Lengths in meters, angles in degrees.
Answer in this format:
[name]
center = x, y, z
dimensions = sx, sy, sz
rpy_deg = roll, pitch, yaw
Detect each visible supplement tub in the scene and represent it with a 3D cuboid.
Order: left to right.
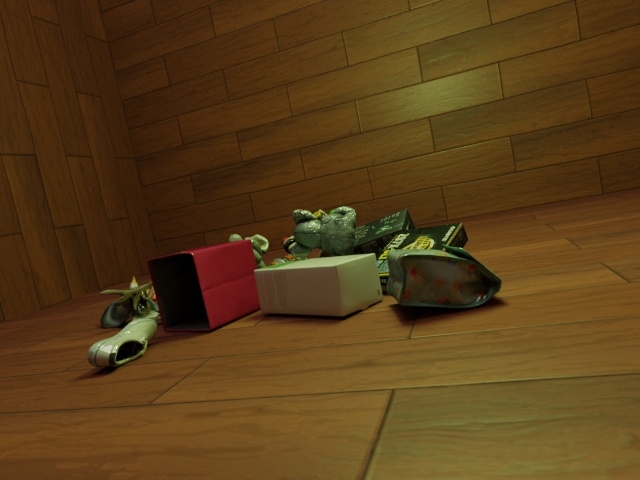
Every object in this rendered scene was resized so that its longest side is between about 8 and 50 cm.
[supplement tub]
center = -0.150, 0.127, 2.116
dimensions = 0.117, 0.117, 0.190
rpy_deg = -8, 6, 34

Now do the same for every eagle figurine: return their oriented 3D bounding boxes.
[eagle figurine]
center = -0.749, 0.258, 1.883
dimensions = 0.226, 0.225, 0.298
rpy_deg = 27, -38, -9

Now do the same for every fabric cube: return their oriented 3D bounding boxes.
[fabric cube]
center = -0.386, 0.148, 1.599
dimensions = 0.254, 0.259, 0.258
rpy_deg = -9, 6, 38

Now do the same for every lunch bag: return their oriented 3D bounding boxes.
[lunch bag]
center = 0.320, 0.093, 1.237
dimensions = 0.262, 0.160, 0.223
rpy_deg = 0, 2, 1

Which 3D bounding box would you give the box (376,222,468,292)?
[box]
center = 0.316, 0.058, 1.562
dimensions = 0.257, 0.079, 0.322
rpy_deg = -9, 23, 41

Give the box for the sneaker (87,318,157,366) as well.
[sneaker]
center = -0.537, 0.299, 1.335
dimensions = 0.091, 0.094, 0.258
rpy_deg = 9, 15, 15

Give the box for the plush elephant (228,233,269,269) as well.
[plush elephant]
center = -0.333, 0.103, 1.985
dimensions = 0.330, 0.271, 0.255
rpy_deg = 17, 7, -35

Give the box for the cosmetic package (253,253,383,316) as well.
[cosmetic package]
center = -0.013, 0.139, 1.459
dimensions = 0.366, 0.155, 0.197
rpy_deg = -8, 3, 42

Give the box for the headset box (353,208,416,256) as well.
[headset box]
center = 0.262, 0.001, 1.937
dimensions = 0.283, 0.131, 0.246
rpy_deg = -21, 16, 22

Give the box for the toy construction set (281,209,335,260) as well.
[toy construction set]
center = 0.000, 0.000, 1.843
dimensions = 0.237, 0.257, 0.309
rpy_deg = -52, 15, -3

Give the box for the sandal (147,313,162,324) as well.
[sandal]
center = -0.559, 0.278, 1.726
dimensions = 0.180, 0.049, 0.072
rpy_deg = -10, 5, 16

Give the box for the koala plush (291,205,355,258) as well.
[koala plush]
center = 0.007, -0.025, 1.617
dimensions = 0.221, 0.196, 0.203
rpy_deg = 5, 5, 2

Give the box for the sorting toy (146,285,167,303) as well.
[sorting toy]
center = -0.710, 0.231, 2.133
dimensions = 0.348, 0.047, 0.196
rpy_deg = -11, 38, 11

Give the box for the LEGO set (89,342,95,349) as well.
[LEGO set]
center = -0.701, 0.347, 1.477
dimensions = 0.054, 0.023, 0.083
rpy_deg = -15, 19, -17
